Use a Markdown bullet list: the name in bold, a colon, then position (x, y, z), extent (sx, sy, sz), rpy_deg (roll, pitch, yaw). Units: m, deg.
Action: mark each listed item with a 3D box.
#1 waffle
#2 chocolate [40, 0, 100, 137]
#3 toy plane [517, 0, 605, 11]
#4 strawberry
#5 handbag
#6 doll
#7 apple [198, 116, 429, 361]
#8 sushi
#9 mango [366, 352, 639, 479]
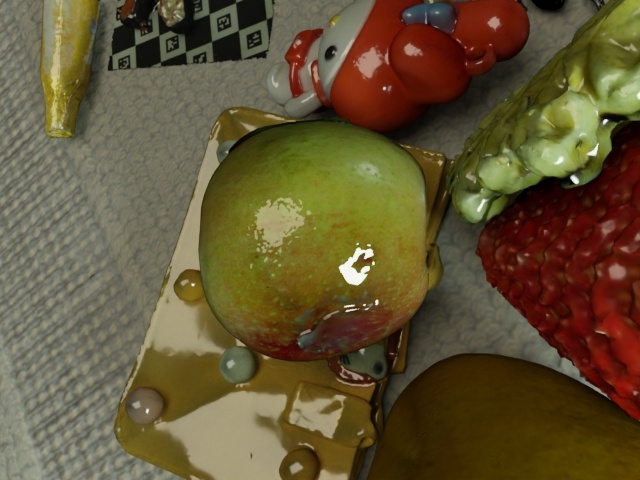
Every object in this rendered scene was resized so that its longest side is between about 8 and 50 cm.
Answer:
- **waffle**: position (0.216, -0.137, 0.541), extent (0.073, 0.297, 0.317), rpy_deg (43, 91, -1)
- **chocolate**: position (-0.366, -0.254, 0.980), extent (0.085, 0.085, 0.219), rpy_deg (-1, 83, 26)
- **toy plane**: position (0.231, -0.313, 0.706), extent (0.078, 0.053, 0.197), rpy_deg (-14, 74, 15)
- **strawberry**: position (0.291, 0.008, 0.515), extent (0.312, 0.267, 0.351), rpy_deg (-44, 29, -17)
- **handbag**: position (-0.034, 0.066, 0.717), extent (0.283, 0.133, 0.401), rpy_deg (17, 85, 20)
- **doll**: position (0.070, -0.188, 0.709), extent (0.290, 0.130, 0.161), rpy_deg (5, 56, 42)
- **apple**: position (0.000, 0.000, 0.579), extent (0.188, 0.174, 0.207), rpy_deg (-9, 94, 14)
- **sushi**: position (-0.187, -0.336, 0.921), extent (0.279, 0.043, 0.193), rpy_deg (3, 80, 27)
- **mango**: position (0.154, 0.257, 0.458), extent (0.300, 0.232, 0.446), rpy_deg (2, 34, -1)
